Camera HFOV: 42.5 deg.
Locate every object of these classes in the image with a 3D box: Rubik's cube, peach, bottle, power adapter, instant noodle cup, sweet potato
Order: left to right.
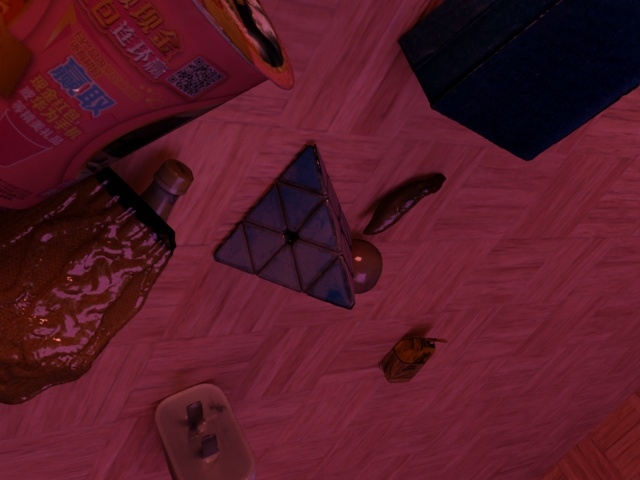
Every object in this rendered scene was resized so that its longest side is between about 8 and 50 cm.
[{"bbox_3d":[-0.186,-0.152,0.642,0.255,0.244,0.244,-31,149,13],"label":"instant noodle cup"},{"bbox_3d":[-0.231,0.016,0.945,0.083,0.083,0.270,14,122,-49],"label":"bottle"},{"bbox_3d":[-0.184,0.345,1.324,0.124,0.187,0.255,-22,147,-17],"label":"power adapter"},{"bbox_3d":[0.000,0.000,1.032,0.211,0.178,0.191,-16,142,-25],"label":"Rubik's cube"},{"bbox_3d":[0.051,0.037,1.212,0.083,0.083,0.083,-22,146,-16],"label":"peach"},{"bbox_3d":[0.121,-0.057,1.184,0.153,0.038,0.041,-35,173,-11],"label":"sweet potato"}]

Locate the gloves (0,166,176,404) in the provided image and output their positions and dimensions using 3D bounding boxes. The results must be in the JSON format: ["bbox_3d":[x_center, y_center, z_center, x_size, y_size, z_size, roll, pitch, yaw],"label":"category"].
[{"bbox_3d":[-0.309,0.063,0.837,0.356,0.155,0.203,-39,108,15],"label":"gloves"}]

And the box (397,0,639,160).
[{"bbox_3d":[0.280,-0.242,0.965,0.279,0.116,0.261,-36,148,27],"label":"box"}]

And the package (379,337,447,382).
[{"bbox_3d":[0.178,0.219,1.593,0.071,0.047,0.131,6,130,-41],"label":"package"}]
